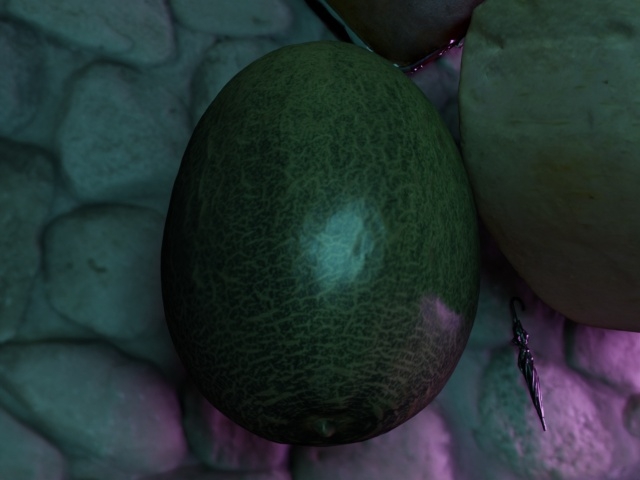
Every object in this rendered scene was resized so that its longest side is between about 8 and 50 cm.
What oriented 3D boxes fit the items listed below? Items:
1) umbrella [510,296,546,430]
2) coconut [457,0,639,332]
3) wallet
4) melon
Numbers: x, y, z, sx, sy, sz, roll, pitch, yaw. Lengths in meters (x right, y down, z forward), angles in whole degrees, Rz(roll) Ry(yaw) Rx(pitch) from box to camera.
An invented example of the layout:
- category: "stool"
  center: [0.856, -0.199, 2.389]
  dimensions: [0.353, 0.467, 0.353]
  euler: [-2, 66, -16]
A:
- category: "umbrella"
  center: [0.174, 0.103, 1.327]
  dimensions: [0.022, 0.013, 0.122]
  euler: [11, 59, -35]
- category: "coconut"
  center: [0.299, -0.102, 1.269]
  dimensions: [0.415, 0.415, 0.345]
  euler: [38, 72, 5]
- category: "wallet"
  center: [0.115, -0.245, 1.469]
  dimensions: [0.255, 0.031, 0.137]
  euler: [-33, 78, -26]
- category: "melon"
  center: [0.000, 0.000, 1.195]
  dimensions: [0.248, 0.249, 0.329]
  euler: [10, 56, -11]
